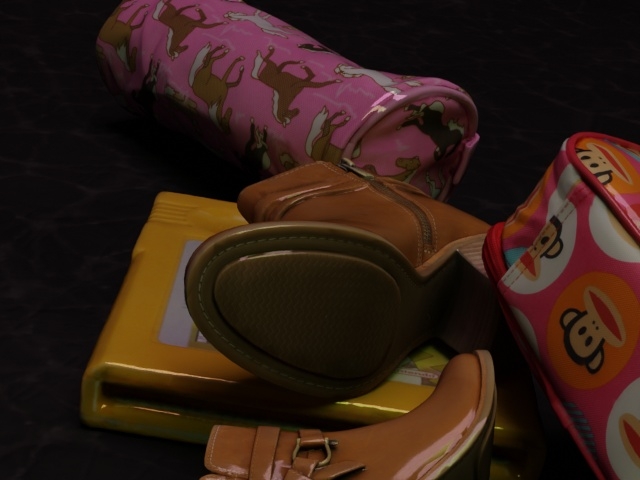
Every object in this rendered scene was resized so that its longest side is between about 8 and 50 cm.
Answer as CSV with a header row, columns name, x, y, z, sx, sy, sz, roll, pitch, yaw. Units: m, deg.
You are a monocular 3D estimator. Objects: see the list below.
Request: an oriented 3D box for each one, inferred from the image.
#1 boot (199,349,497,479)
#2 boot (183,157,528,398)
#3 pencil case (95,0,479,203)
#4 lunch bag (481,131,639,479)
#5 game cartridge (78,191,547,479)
name,x,y,z,sx,sy,sz,roll,pitch,yaw
boot,0.015,0.119,0.835,0.152,0.073,0.197,8,35,11
boot,0.000,0.000,0.978,0.284,0.109,0.220,-1,25,-33
pencil case,-0.039,-0.125,1.347,0.160,0.167,0.386,-46,47,-15
lunch bag,0.250,0.078,0.877,0.258,0.120,0.293,13,38,-37
game cartridge,0.001,0.055,1.055,0.285,0.052,0.323,9,23,-2
